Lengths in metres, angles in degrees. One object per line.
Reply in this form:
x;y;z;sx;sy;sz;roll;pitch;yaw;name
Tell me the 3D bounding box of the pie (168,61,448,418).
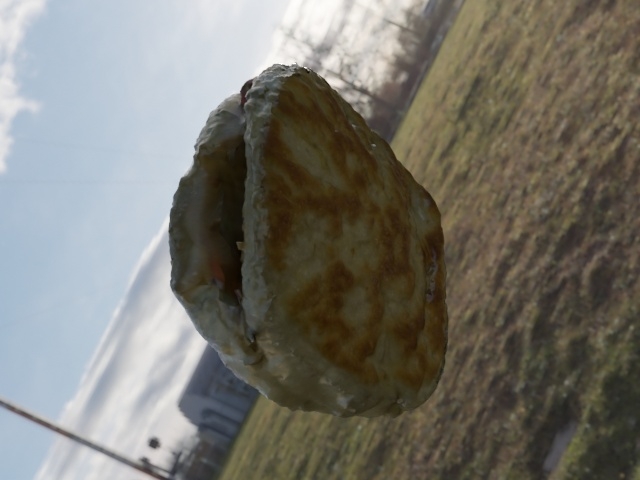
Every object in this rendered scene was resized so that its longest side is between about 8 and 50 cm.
0.000;0.000;0.560;0.084;0.179;0.205;-19;57;35;pie
